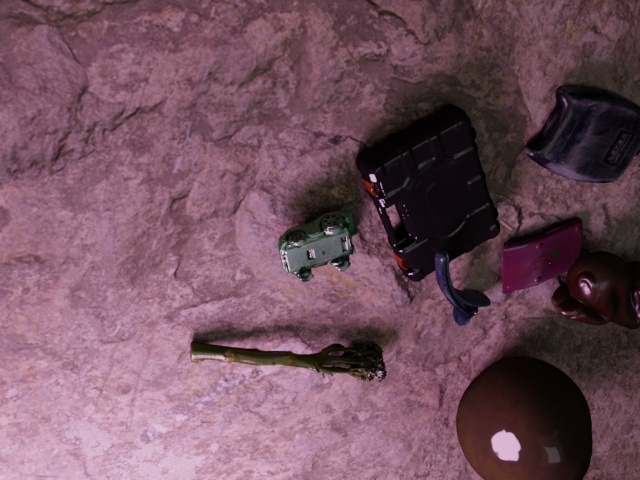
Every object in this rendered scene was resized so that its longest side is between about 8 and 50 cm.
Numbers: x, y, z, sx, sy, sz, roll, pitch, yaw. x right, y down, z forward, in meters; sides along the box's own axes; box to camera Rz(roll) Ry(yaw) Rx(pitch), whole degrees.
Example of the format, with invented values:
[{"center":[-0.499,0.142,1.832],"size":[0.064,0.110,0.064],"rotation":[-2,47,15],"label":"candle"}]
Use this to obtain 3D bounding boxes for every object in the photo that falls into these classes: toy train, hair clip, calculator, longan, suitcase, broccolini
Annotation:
[{"center":[0.000,0.000,1.354],"size":[0.149,0.081,0.099],"rotation":[-17,126,-7],"label":"toy train"},{"center":[0.252,0.091,1.487],"size":[0.083,0.048,0.275],"rotation":[-38,148,6],"label":"hair clip"},{"center":[0.447,0.031,1.598],"size":[0.191,0.034,0.126],"rotation":[-19,125,-14],"label":"calculator"},{"center":[0.510,-0.191,1.487],"size":[0.268,0.040,0.177],"rotation":[8,119,-33],"label":"calculator"},{"center":[0.423,0.385,1.645],"size":[0.298,0.297,0.297],"rotation":[-11,124,-18],"label":"longan"},{"center":[0.196,-0.077,1.396],"size":[0.206,0.066,0.285],"rotation":[-30,128,-5],"label":"suitcase"},{"center":[-0.057,0.223,1.488],"size":[0.392,0.078,0.074],"rotation":[9,127,-20],"label":"broccolini"}]

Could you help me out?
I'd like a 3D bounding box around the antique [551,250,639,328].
[{"center":[0.605,0.094,1.646],"size":[0.257,0.121,0.143],"rotation":[10,120,-32],"label":"antique"}]
